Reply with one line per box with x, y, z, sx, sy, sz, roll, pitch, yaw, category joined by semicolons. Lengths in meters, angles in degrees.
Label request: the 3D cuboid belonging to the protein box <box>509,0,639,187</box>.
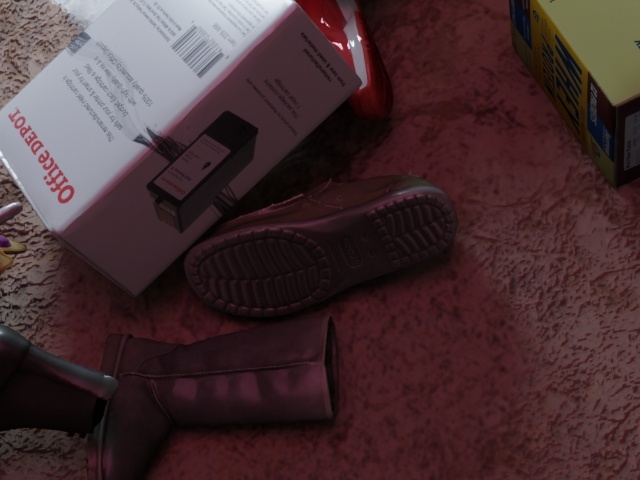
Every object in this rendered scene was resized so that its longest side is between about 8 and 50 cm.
0.307;-0.195;1.308;0.201;0.136;0.199;-26;59;-5;protein box

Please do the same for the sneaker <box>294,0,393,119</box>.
-0.010;-0.183;1.411;0.128;0.087;0.221;-22;45;8;sneaker

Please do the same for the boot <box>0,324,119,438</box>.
-0.249;0.150;1.207;0.137;0.198;0.076;22;57;0;boot

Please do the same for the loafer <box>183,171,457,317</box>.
0.000;0.000;1.298;0.251;0.094;0.087;-13;24;6;loafer

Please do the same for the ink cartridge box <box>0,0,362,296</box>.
-0.141;-0.124;1.309;0.289;0.121;0.211;-43;45;2;ink cartridge box

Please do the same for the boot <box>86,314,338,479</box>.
-0.090;0.151;1.232;0.209;0.076;0.189;2;62;5;boot

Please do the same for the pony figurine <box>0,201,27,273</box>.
-0.447;0.071;1.172;0.303;0.363;0.351;42;100;36;pony figurine
